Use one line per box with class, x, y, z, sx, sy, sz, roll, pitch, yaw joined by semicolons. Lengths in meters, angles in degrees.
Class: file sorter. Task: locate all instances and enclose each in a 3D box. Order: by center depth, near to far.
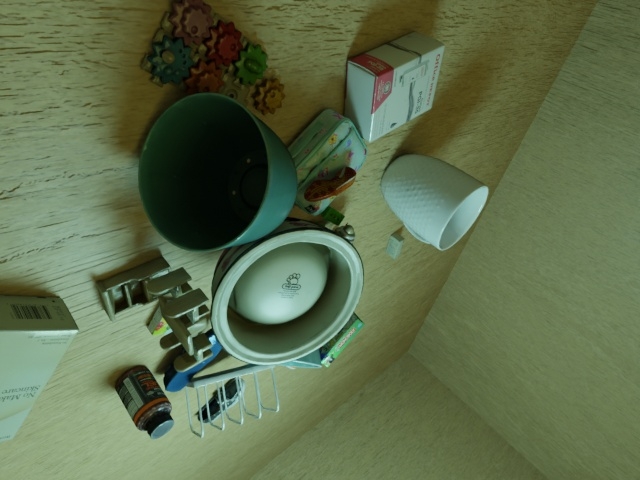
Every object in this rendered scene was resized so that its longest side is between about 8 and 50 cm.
file sorter;-0.302;0.530;1.395;0.277;0.173;0.192;-6;168;-31

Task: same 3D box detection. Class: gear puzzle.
gear puzzle;-0.183;-0.334;0.839;0.176;0.044;0.338;-57;150;12

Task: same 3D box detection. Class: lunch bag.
lunch bag;-0.004;-0.213;1.153;0.279;0.108;0.224;-49;150;-1

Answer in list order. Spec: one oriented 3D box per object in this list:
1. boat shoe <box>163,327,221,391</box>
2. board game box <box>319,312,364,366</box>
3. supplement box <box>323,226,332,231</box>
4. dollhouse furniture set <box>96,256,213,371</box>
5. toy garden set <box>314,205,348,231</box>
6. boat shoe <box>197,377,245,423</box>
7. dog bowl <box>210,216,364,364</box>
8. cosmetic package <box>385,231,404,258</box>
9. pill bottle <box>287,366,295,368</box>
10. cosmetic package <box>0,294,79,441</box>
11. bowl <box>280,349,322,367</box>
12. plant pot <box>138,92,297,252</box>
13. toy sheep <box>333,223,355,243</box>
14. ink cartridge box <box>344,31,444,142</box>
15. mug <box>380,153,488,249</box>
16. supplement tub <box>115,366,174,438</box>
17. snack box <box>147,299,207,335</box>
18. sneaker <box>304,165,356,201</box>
boat shoe;-0.410;0.357;1.287;0.258;0.089;0.109;-43;137;-2
board game box;0.033;0.334;1.648;0.046;0.317;0.213;41;90;-25
supplement box;-0.017;0.061;1.313;0.220;0.113;0.111;-32;146;-47
dollhouse furniture set;-0.382;0.172;0.951;0.161;0.242;0.212;-26;142;-35
toy garden set;0.000;0.000;1.466;0.244;0.049;0.203;-55;148;7
boat shoe;-0.400;0.640;1.634;0.228;0.080;0.076;-42;152;1
dog bowl;-0.097;0.120;1.068;0.407;0.150;0.408;-13;123;-21
cosmetic package;0.357;0.024;1.956;0.041;0.060;0.115;-29;146;-33
pill bottle;-0.105;0.498;1.849;0.152;0.086;0.086;-54;150;8
cosmetic package;-0.652;0.265;0.827;0.310;0.113;0.160;-56;150;10
bowl;-0.141;0.363;1.489;0.311;0.311;0.163;45;47;-60
plant pot;-0.182;-0.123;0.859;0.293;0.293;0.235;-56;163;11
toy sheep;0.074;-0.004;1.429;0.091;0.091;0.132;-10;145;-48
ink cartridge box;0.208;-0.441;1.168;0.283;0.117;0.207;-34;146;-25
mug;0.400;-0.138;1.558;0.276;0.328;0.374;-36;148;-22
supplement tub;-0.498;0.466;1.174;0.106;0.198;0.106;-34;148;-25
snack box;-0.408;0.219;1.174;0.100;0.037;0.141;-56;150;12
sneaker;0.030;-0.139;1.114;0.175;0.064;0.067;-27;152;-28
